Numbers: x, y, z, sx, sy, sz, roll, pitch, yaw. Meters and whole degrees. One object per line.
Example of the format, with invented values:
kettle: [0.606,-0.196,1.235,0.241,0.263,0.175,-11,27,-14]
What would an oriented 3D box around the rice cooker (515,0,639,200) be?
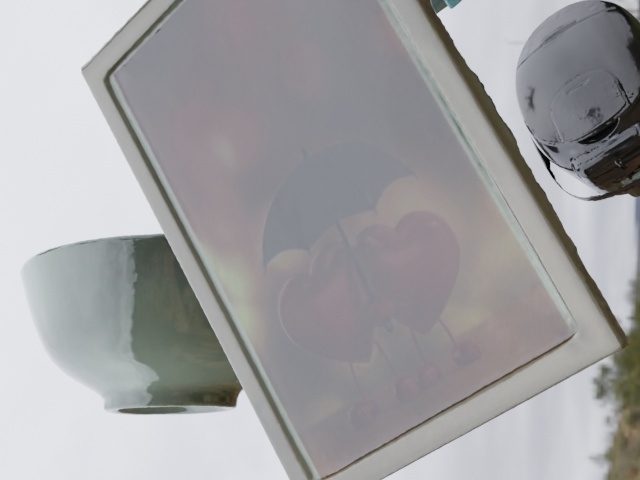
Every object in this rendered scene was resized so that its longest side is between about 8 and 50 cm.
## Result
rice cooker: [0.262,-0.127,1.086,0.118,0.142,0.203,30,-140,-45]

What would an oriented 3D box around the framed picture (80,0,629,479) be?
framed picture: [0.000,-0.028,0.597,0.020,0.211,0.290,-12,-110,-52]

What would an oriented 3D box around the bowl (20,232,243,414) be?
bowl: [-0.147,0.095,1.148,0.289,0.289,0.146,35,-130,-69]

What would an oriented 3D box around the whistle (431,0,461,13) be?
whistle: [0.160,-0.356,1.389,0.093,0.186,0.274,28,-79,-32]
